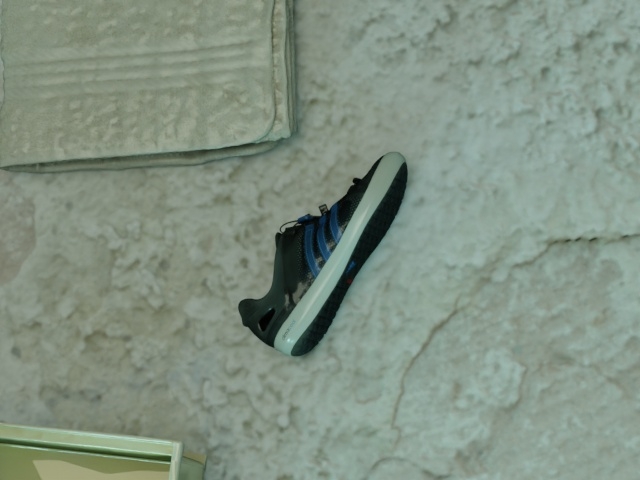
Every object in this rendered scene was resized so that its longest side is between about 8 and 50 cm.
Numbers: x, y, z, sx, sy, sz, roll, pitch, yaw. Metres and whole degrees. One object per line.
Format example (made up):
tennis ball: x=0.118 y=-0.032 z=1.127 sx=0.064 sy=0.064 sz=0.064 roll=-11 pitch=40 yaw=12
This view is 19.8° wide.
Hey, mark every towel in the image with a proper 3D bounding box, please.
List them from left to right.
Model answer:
towel: x=-0.159 y=-0.161 z=1.667 sx=0.282 sy=0.049 sz=0.187 roll=-3 pitch=77 yaw=12

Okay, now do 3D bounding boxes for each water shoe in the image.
water shoe: x=0.000 y=0.000 z=1.591 sx=0.080 sy=0.073 sz=0.203 roll=30 pitch=86 yaw=17

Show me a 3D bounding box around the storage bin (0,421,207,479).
storage bin: x=-0.244 y=0.292 z=1.558 sx=0.260 sy=0.123 sz=0.262 roll=5 pitch=81 yaw=12
